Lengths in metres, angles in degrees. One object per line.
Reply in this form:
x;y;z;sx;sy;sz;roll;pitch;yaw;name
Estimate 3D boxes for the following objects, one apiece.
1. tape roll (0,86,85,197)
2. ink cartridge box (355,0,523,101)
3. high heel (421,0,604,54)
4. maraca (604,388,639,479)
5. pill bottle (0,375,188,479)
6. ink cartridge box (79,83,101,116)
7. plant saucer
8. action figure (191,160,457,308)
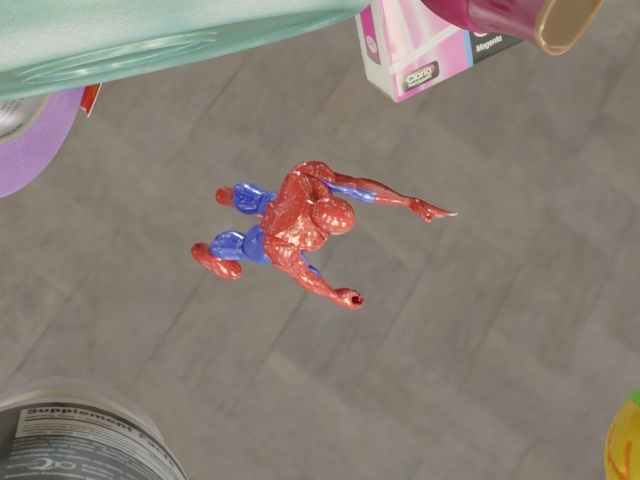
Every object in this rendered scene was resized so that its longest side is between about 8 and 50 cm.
-0.283;-0.170;1.296;0.090;0.275;0.275;6;47;25;tape roll
0.101;-0.321;1.562;0.175;0.371;0.069;-27;38;-17;ink cartridge box
0.227;-0.339;1.452;0.377;0.181;0.127;-52;138;-7;high heel
0.262;0.172;1.247;0.099;0.186;0.127;-26;67;0;maraca
-0.181;0.228;1.140;0.210;0.363;0.210;-1;103;-6;pill bottle
-0.208;-0.214;1.573;0.056;0.225;0.181;21;96;-11;ink cartridge box
-0.105;-0.108;0.851;0.317;0.317;0.044;-16;95;-35;plant saucer
0.000;0.000;1.313;0.139;0.280;0.092;23;81;-13;action figure
